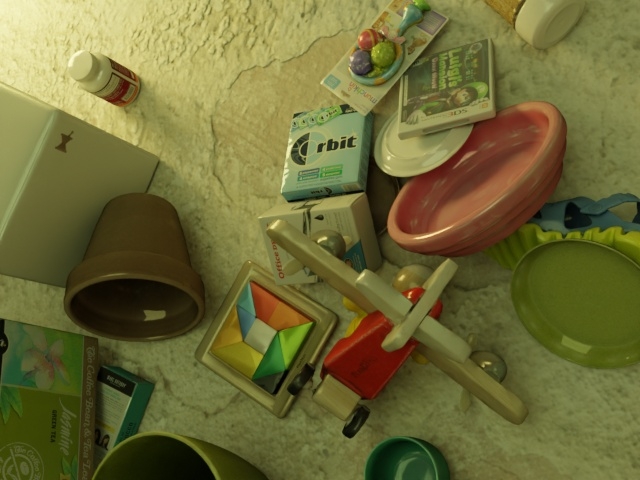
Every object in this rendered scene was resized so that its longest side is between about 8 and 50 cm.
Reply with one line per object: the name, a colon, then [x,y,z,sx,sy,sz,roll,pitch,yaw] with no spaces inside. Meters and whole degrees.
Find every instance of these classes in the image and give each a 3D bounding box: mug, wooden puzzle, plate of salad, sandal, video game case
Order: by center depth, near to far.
sandal: [0.399,-0.017,1.412,0.317,0.126,0.138,9,49,32]
mug: [0.155,0.401,1.433,0.129,0.097,0.158,-41,62,10]
video game case: [0.222,-0.269,1.539,0.173,0.022,0.191,-12,48,22]
plate of salad: [0.187,-0.187,1.553,0.199,0.048,0.200,-22,45,24]
wooden puzzle: [-0.110,0.181,1.636,0.238,0.044,0.221,31,94,27]

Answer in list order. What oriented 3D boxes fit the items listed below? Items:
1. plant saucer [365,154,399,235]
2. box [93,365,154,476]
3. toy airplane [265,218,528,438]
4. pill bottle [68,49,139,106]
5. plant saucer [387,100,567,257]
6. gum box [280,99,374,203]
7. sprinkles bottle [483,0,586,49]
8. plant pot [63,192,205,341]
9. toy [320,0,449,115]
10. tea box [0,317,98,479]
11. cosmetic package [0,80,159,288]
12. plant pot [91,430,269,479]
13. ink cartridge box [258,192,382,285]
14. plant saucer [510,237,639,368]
plant saucer: [0.071,-0.075,1.611,0.168,0.029,0.169,-5,78,25]
box: [-0.425,0.381,1.734,0.100,0.060,0.244,20,88,27]
toy airplane: [0.121,0.123,1.383,0.384,0.386,0.272,5,41,36]
pill bottle: [-0.460,-0.346,1.845,0.086,0.152,0.086,-5,77,24]
plant saucer: [0.261,-0.088,1.409,0.332,0.332,0.084,-36,109,15]
gum box: [0.013,-0.165,1.619,0.156,0.041,0.185,-7,58,25]
sprinkles bottle: [0.302,-0.488,1.534,0.121,0.121,0.355,-45,65,11]
plant pot: [-0.350,0.039,1.687,0.262,0.263,0.229,-18,54,21]
toy: [0.110,-0.361,1.615,0.237,0.056,0.137,-47,54,-1]
tea box: [-0.615,0.336,1.639,0.220,0.323,0.329,-24,60,38]
cosmetic package: [-0.621,-0.132,1.780,0.393,0.329,0.328,25,90,28]
plant pot: [-0.198,0.462,1.481,0.274,0.293,0.275,-5,77,25]
ink cartridge box: [0.000,0.000,1.566,0.190,0.082,0.140,-7,107,27]
plant saucer: [0.413,0.092,1.347,0.240,0.037,0.241,20,132,24]
